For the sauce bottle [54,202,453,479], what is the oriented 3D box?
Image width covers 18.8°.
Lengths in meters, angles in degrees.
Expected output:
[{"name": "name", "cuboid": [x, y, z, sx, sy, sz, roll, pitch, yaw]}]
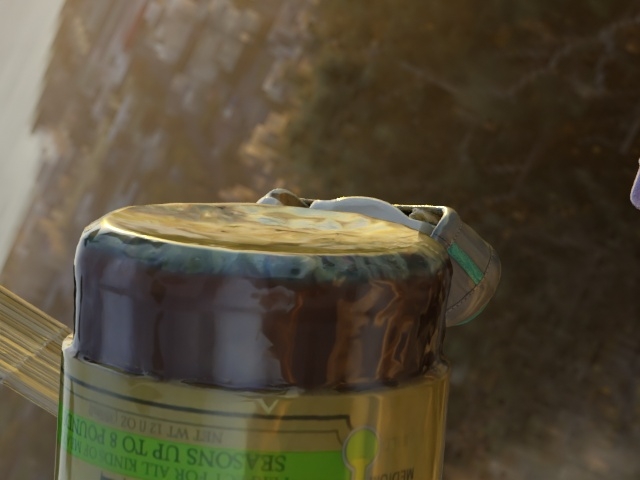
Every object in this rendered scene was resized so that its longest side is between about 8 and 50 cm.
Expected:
[{"name": "sauce bottle", "cuboid": [-0.026, 0.165, 0.551, 0.111, 0.111, 0.344, -155, 67, -72]}]

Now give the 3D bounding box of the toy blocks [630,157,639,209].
[{"name": "toy blocks", "cuboid": [0.369, 0.018, 1.271, 0.260, 0.288, 0.309, -46, 18, -11]}]

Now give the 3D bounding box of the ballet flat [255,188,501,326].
[{"name": "ballet flat", "cuboid": [0.000, 0.000, 1.010, 0.213, 0.068, 0.072, 6, 58, 44]}]

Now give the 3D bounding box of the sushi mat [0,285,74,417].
[{"name": "sushi mat", "cuboid": [-0.187, 0.072, 1.264, 0.019, 0.316, 0.151, -58, 1, 14]}]
